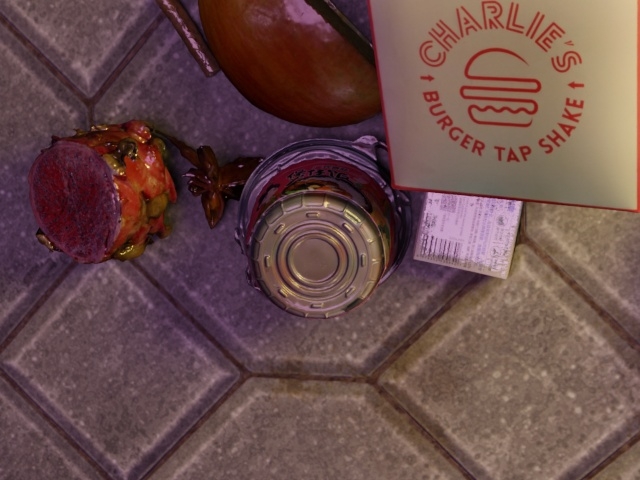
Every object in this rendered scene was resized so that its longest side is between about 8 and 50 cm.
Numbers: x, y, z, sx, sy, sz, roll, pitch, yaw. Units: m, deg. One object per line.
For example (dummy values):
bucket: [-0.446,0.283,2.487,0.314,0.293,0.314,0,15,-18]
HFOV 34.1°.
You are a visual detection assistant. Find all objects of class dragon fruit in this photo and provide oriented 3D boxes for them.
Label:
dragon fruit: [-0.312,-0.076,1.571,0.282,0.147,0.211,-38,83,36]

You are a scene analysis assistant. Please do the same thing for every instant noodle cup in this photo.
instant noodle cup: [0.000,0.000,1.467,0.258,0.181,0.302,28,109,-6]

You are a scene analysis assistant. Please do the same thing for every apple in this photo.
apple: [-0.040,-0.288,1.464,0.179,0.254,0.346,-42,90,-20]

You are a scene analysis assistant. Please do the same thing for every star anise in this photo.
star anise: [-0.167,-0.116,1.582,0.140,0.144,0.158,21,124,-38]

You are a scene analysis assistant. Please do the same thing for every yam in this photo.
yam: [-0.197,-0.310,1.550,0.032,0.032,0.145,-32,95,20]

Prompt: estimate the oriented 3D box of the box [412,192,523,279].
box: [0.217,-0.058,1.475,0.139,0.073,0.194,12,106,12]

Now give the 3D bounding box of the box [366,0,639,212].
box: [0.259,-0.248,1.232,0.314,0.300,0.312,7,125,27]
